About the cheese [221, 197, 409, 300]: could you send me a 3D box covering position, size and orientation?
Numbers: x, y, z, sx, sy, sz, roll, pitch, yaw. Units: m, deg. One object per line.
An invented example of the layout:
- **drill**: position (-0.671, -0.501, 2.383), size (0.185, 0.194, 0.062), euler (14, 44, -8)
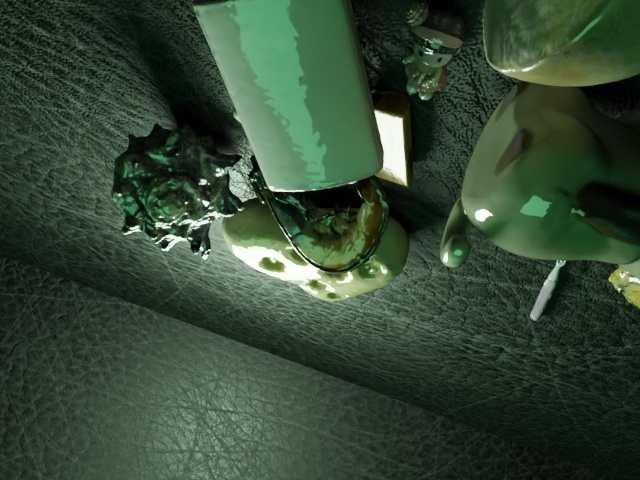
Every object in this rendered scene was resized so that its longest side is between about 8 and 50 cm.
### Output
- **cheese**: position (0.000, 0.000, 1.091), size (0.351, 0.130, 0.328), euler (31, 149, -25)

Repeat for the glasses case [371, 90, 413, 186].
- **glasses case**: position (0.110, -0.153, 0.805), size (0.064, 0.041, 0.170), euler (22, 158, 23)

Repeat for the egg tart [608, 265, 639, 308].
- **egg tart**: position (0.613, 0.103, 0.762), size (0.351, 0.150, 0.352), euler (8, 172, 1)

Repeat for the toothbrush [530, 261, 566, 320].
- **toothbrush**: position (0.461, 0.096, 1.063), size (0.024, 0.029, 0.354), euler (24, 158, 23)

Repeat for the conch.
- **conch**: position (-0.271, -0.081, 0.993), size (0.186, 0.241, 0.313), euler (38, 158, 17)

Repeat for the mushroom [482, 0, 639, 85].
- **mushroom**: position (0.266, -0.195, 0.438), size (0.162, 0.173, 0.236), euler (20, 161, -18)

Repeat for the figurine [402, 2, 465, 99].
- **figurine**: position (0.130, -0.229, 0.635), size (0.072, 0.054, 0.129), euler (31, 164, 10)

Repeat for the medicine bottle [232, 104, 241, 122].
- **medicine bottle**: position (-0.017, -0.171, 0.814), size (0.219, 0.078, 0.115), euler (34, 140, -27)

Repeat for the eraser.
- **eraser**: position (-0.027, -0.195, 0.670), size (0.174, 0.095, 0.270), euler (-7, 131, 16)

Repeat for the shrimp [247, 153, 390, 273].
- **shrimp**: position (-0.002, -0.078, 0.954), size (0.290, 0.054, 0.222), euler (46, 120, 0)

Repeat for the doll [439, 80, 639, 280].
- **doll**: position (0.342, -0.061, 0.621), size (0.370, 0.215, 0.226), euler (7, 124, 7)
